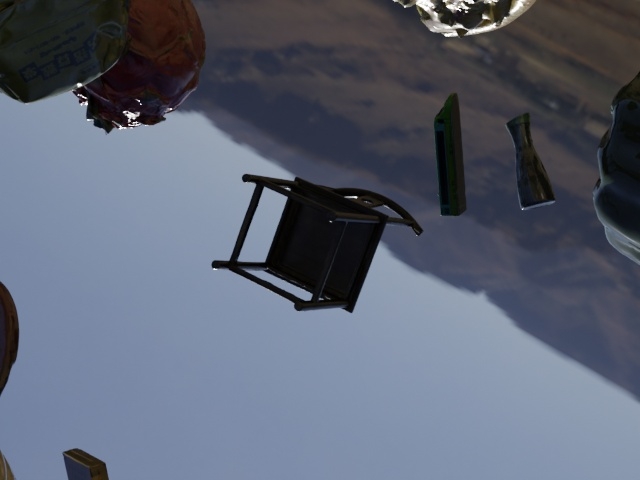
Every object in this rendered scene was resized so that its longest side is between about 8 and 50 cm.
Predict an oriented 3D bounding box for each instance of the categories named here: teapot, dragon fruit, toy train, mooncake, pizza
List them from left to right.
[{"bbox_3d":[-0.305,-0.321,2.031,0.244,0.299,0.244,-8,170,-1],"label":"dragon fruit"},{"bbox_3d":[0.216,-0.148,2.199,0.042,0.209,0.044,1,-164,24],"label":"toy train"},{"bbox_3d":[0.182,-0.359,1.786,0.223,0.089,0.323,27,166,-12],"label":"pizza"},{"bbox_3d":[0.246,-0.094,1.526,0.042,0.111,0.043,-12,173,-1],"label":"teapot"},{"bbox_3d":[0.470,-0.114,1.520,0.187,0.351,0.351,37,-171,36],"label":"mooncake"}]

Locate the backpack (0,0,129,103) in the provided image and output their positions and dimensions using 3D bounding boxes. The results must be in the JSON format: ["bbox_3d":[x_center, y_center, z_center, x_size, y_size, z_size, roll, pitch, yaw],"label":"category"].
[{"bbox_3d":[-0.301,-0.269,1.312,0.140,0.207,0.253,43,158,46],"label":"backpack"}]

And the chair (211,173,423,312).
[{"bbox_3d":[0.000,0.000,1.638,0.154,0.141,0.260,25,-170,25],"label":"chair"}]

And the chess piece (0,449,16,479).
[{"bbox_3d":[-0.332,0.112,0.983,0.307,0.124,0.139,85,160,-49],"label":"chess piece"}]

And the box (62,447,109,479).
[{"bbox_3d":[-0.266,0.317,1.521,0.023,0.133,0.090,-15,-170,-28],"label":"box"}]

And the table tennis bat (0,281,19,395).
[{"bbox_3d":[-0.420,0.165,1.501,0.038,0.200,0.310,30,-154,-47],"label":"table tennis bat"}]
